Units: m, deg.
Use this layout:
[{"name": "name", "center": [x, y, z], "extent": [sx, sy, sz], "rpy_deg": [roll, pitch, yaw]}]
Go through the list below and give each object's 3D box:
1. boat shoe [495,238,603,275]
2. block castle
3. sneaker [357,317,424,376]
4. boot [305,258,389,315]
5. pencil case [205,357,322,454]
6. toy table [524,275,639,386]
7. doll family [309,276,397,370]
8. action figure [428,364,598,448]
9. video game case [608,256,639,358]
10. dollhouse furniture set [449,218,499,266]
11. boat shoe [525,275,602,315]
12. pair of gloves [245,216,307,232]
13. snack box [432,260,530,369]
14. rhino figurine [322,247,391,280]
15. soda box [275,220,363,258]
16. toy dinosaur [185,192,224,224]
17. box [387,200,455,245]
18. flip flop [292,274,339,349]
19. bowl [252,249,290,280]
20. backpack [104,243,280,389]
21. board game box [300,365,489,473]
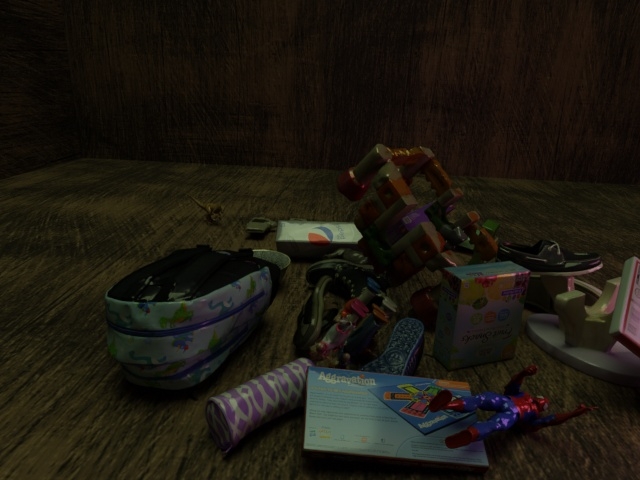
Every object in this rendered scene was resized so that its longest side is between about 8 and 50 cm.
[{"name": "boat shoe", "center": [0.528, 0.038, 1.029], "extent": [0.232, 0.079, 0.084], "rpy_deg": [0, 15, 11]}, {"name": "block castle", "center": [0.258, -0.025, 1.181], "extent": [0.302, 0.213, 0.453], "rpy_deg": [-13, 66, -45]}, {"name": "sneaker", "center": [0.134, 0.254, 0.844], "extent": [0.081, 0.091, 0.232], "rpy_deg": [19, 46, 35]}, {"name": "boot", "center": [0.072, 0.124, 1.188], "extent": [0.236, 0.085, 0.179], "rpy_deg": [4, 21, 2]}, {"name": "pencil case", "center": [-0.089, 0.271, 0.752], "extent": [0.206, 0.088, 0.086], "rpy_deg": [-13, -20, -37]}, {"name": "toy table", "center": [0.601, 0.177, 0.988], "extent": [0.252, 0.161, 0.274], "rpy_deg": [-13, 23, -38]}, {"name": "doll family", "center": [0.072, 0.191, 0.875], "extent": [0.118, 0.163, 0.263], "rpy_deg": [40, 17, 8]}, {"name": "action figure", "center": [0.313, 0.253, 0.698], "extent": [0.280, 0.139, 0.092], "rpy_deg": [13, 44, -40]}, {"name": "video game case", "center": [0.675, 0.186, 0.825], "extent": [0.285, 0.025, 0.204], "rpy_deg": [38, 55, 4]}, {"name": "dollhouse furniture set", "center": [0.518, -0.040, 1.565], "extent": [0.197, 0.151, 0.301], "rpy_deg": [24, 27, 24]}, {"name": "boat shoe", "center": [0.601, 0.127, 1.192], "extent": [0.302, 0.113, 0.103], "rpy_deg": [14, 23, 40]}, {"name": "pair of gloves", "center": [-0.168, -0.049, 1.725], "extent": [0.239, 0.042, 0.204], "rpy_deg": [3, 16, -5]}, {"name": "snack box", "center": [0.336, 0.156, 0.937], "extent": [0.174, 0.207, 0.070], "rpy_deg": [-5, 20, -19]}, {"name": "rhino figurine", "center": [0.134, 0.078, 1.348], "extent": [0.243, 0.073, 0.106], "rpy_deg": [15, 25, 28]}, {"name": "soda box", "center": [0.000, 0.000, 1.462], "extent": [0.286, 0.098, 0.091], "rpy_deg": [2, 53, 3]}, {"name": "toy dinosaur", "center": [-0.451, -0.127, 1.804], "extent": [0.211, 0.112, 0.064], "rpy_deg": [14, 23, 31]}, {"name": "box", "center": [0.304, -0.040, 1.502], "extent": [0.293, 0.201, 0.057], "rpy_deg": [-23, 74, -41]}, {"name": "flip flop", "center": [0.001, 0.171, 1.034], "extent": [0.080, 0.112, 0.277], "rpy_deg": [28, 16, -4]}, {"name": "bowl", "center": [-0.169, 0.092, 1.255], "extent": [0.170, 0.080, 0.170], "rpy_deg": [2, 18, -1]}, {"name": "backpack", "center": [-0.268, 0.137, 0.907], "extent": [0.289, 0.274, 0.355], "rpy_deg": [8, -2, 8]}, {"name": "board game box", "center": [0.113, 0.282, 0.711], "extent": [0.281, 0.027, 0.145], "rpy_deg": [7, 41, -4]}]
